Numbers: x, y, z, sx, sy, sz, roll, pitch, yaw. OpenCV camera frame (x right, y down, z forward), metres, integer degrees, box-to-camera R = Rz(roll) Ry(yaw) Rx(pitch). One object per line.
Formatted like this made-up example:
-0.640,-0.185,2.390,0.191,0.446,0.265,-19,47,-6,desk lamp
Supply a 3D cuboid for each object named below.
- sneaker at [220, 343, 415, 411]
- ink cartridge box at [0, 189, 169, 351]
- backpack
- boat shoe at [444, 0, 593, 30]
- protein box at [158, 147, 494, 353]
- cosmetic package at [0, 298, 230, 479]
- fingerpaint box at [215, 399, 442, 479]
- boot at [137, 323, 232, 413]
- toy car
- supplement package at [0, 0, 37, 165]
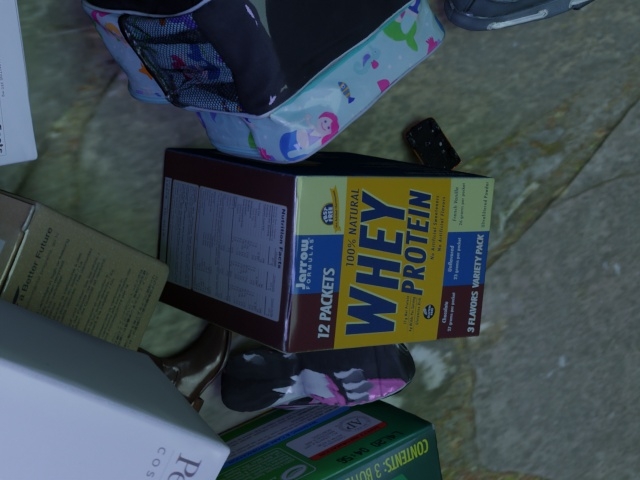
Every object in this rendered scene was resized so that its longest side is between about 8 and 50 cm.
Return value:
0.004,0.113,1.111,0.077,0.178,0.072,14,72,-61,sneaker
-0.231,0.092,0.931,0.234,0.088,0.193,-67,153,-6,ink cartridge box
-0.047,-0.179,0.953,0.225,0.254,0.191,-43,125,-26,backpack
0.243,-0.284,1.259,0.319,0.116,0.099,-24,156,-37,boat shoe
0.000,0.000,1.052,0.200,0.201,0.135,-2,100,-36,protein box
-0.271,0.115,0.674,0.385,0.156,0.217,25,93,-29,cosmetic package
-0.087,0.384,1.090,0.445,0.163,0.371,-20,111,-31,fingerpaint box
-0.140,0.096,1.077,0.114,0.037,0.106,27,81,-32,boot
0.086,-0.058,1.219,0.122,0.060,0.040,-51,169,2,toy car
-0.319,-0.116,0.801,0.203,0.194,0.149,-14,109,-34,supplement package
